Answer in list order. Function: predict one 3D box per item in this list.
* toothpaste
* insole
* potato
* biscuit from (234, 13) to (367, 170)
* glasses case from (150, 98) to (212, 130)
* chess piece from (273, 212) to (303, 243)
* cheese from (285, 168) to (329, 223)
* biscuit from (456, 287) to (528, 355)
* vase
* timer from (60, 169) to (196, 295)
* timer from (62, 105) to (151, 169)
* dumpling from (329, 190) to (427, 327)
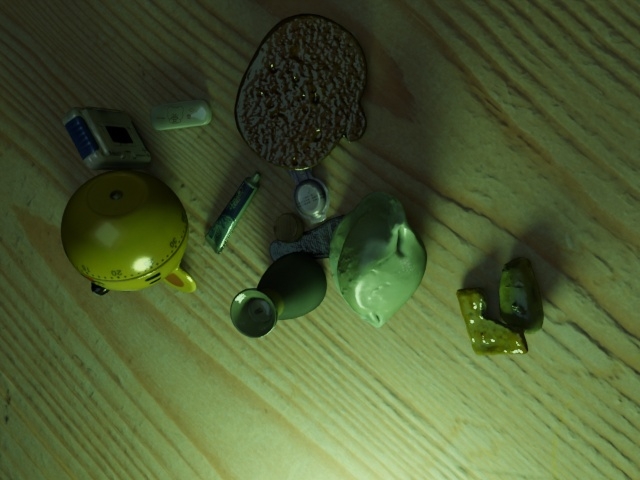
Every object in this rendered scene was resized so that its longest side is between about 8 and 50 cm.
[{"bbox_3d":[-0.243,-0.084,1.874,0.069,0.047,0.268,35,110,0],"label":"toothpaste"},{"bbox_3d":[0.000,0.000,1.812,0.309,0.012,0.110,-13,93,20],"label":"insole"},{"bbox_3d":[0.486,0.135,1.615,0.105,0.085,0.188,-3,90,21],"label":"potato"},{"bbox_3d":[-0.034,-0.371,1.722,0.350,0.070,0.394,34,97,-7],"label":"biscuit"},{"bbox_3d":[-0.399,-0.358,1.894,0.193,0.049,0.074,-2,95,19],"label":"glasses case"},{"bbox_3d":[-0.089,-0.033,1.820,0.083,0.038,0.084,-1,87,23],"label":"chess piece"},{"bbox_3d":[-0.034,-0.140,1.792,0.105,0.042,0.191,-19,89,19],"label":"cheese"},{"bbox_3d":[0.416,0.196,1.629,0.174,0.039,0.183,-24,85,59],"label":"biscuit"},{"bbox_3d":[-0.109,0.146,1.697,0.173,0.321,0.173,4,103,18],"label":"vase"},{"bbox_3d":[-0.533,0.002,1.857,0.376,0.376,0.387,22,146,16],"label":"timer"},{"bbox_3d":[-0.588,-0.287,1.862,0.078,0.253,0.178,-32,86,19],"label":"timer"},{"bbox_3d":[0.131,0.046,1.664,0.270,0.212,0.321,39,100,7],"label":"dumpling"}]
